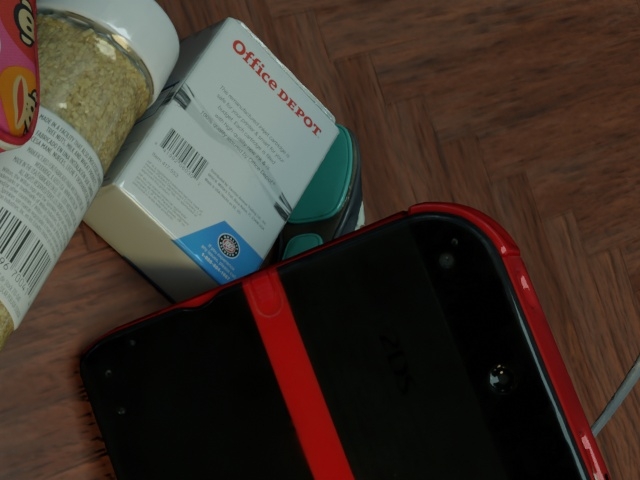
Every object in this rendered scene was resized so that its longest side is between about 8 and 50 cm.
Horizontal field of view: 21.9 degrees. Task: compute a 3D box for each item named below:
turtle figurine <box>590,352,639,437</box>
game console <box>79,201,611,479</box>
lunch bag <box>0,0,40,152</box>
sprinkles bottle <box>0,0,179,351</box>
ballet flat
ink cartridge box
[{"bbox_3d":[0.154,0.248,1.346,0.198,0.275,0.266,-77,157,-62],"label":"turtle figurine"},{"bbox_3d":[0.034,0.192,1.204,0.386,0.342,0.060,69,12,10],"label":"game console"},{"bbox_3d":[-0.302,-0.198,1.073,0.258,0.120,0.293,43,29,-46],"label":"lunch bag"},{"bbox_3d":[-0.227,-0.034,1.179,0.121,0.121,0.355,41,57,-24],"label":"sprinkles bottle"},{"bbox_3d":[0.000,0.000,1.395,0.074,0.074,0.203,30,56,-30],"label":"ballet flat"},{"bbox_3d":[-0.089,-0.060,1.321,0.139,0.082,0.190,45,54,-23],"label":"ink cartridge box"}]
